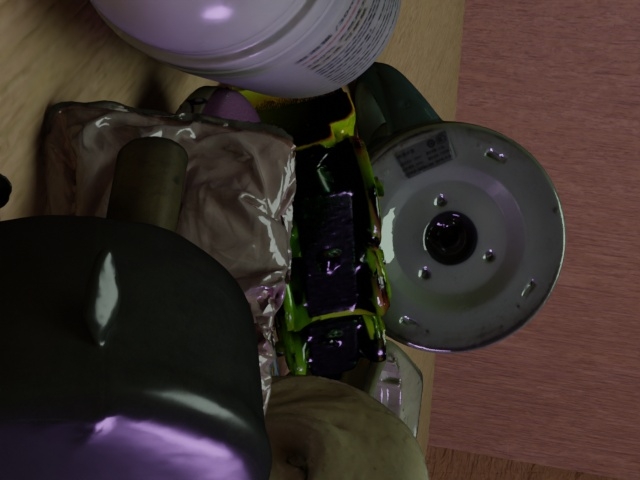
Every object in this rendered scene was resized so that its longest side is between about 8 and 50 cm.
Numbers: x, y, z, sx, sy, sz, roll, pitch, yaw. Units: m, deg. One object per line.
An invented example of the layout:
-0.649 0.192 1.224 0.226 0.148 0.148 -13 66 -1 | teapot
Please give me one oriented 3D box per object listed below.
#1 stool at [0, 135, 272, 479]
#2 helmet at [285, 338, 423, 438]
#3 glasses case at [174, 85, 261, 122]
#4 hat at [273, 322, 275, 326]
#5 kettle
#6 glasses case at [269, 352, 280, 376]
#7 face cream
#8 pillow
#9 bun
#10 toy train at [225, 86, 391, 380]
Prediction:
-0.118 0.059 0.462 0.153 0.228 0.139 26 41 -36 | stool
0.007 0.194 1.137 0.257 0.137 0.204 34 65 -70 | helmet
-0.091 0.058 0.693 0.123 0.076 0.316 66 35 -71 | glasses case
0.000 0.000 1.117 0.193 0.082 0.193 8 90 -80 | hat
0.113 -0.058 1.333 0.342 0.247 0.319 -124 -160 -80 | kettle
-0.062 0.169 0.953 0.087 0.065 0.248 -77 168 -55 | glasses case
-0.053 -0.157 0.576 0.369 0.145 0.145 -11 109 -77 | face cream
-0.086 0.057 0.579 0.049 0.135 0.248 -152 -111 -76 | pillow
-0.041 0.183 0.772 0.133 0.231 0.231 41 48 -32 | bun
-0.005 -0.002 0.922 0.296 0.100 0.160 86 -12 -53 | toy train
